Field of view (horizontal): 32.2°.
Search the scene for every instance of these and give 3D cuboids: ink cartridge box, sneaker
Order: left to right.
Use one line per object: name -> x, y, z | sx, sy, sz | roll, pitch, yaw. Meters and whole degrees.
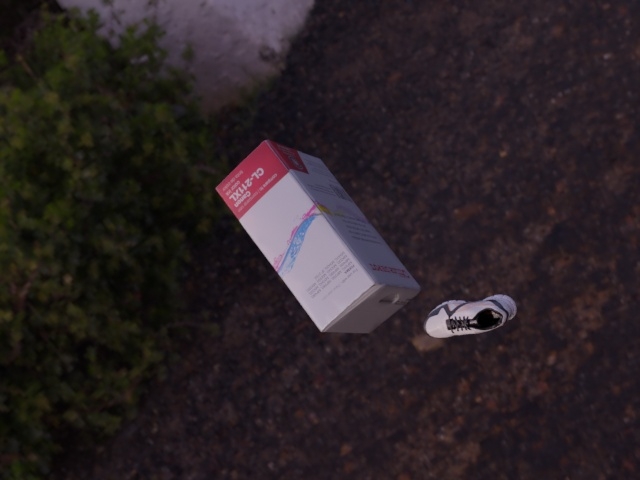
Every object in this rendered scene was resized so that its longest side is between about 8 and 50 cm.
ink cartridge box -> 0.000, 0.000, 1.040 | 0.072, 0.127, 0.175 | -42, 71, 14
sneaker -> 0.162, 0.087, 1.236 | 0.109, 0.040, 0.044 | -18, 7, 26
